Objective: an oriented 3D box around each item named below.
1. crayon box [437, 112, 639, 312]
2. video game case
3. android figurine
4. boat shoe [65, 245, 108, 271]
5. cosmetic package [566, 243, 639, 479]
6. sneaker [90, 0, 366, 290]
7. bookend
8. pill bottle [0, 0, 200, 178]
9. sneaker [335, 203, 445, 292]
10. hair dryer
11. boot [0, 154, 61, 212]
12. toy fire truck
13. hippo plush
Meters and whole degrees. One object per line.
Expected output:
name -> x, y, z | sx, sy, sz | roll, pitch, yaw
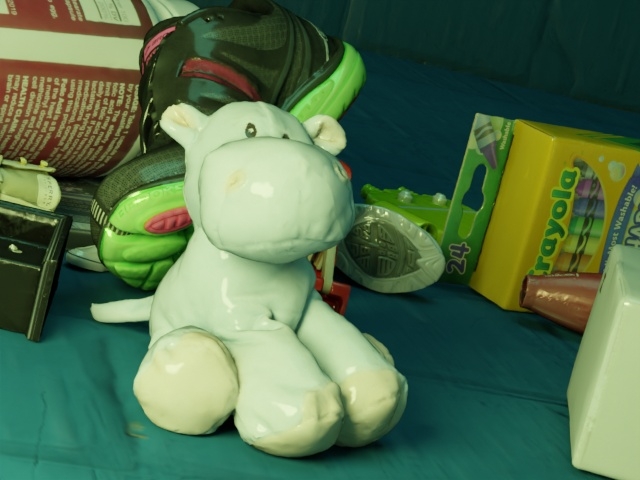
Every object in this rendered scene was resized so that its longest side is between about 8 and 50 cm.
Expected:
crayon box -> 0.300, -0.018, 2.019 | 0.323, 0.203, 0.083 | 7, 15, -30
video game case -> -0.230, -0.033, 1.879 | 0.196, 0.026, 0.274 | 8, 14, -29
android figurine -> 0.161, -0.011, 2.171 | 0.248, 0.056, 0.273 | 3, 19, -41
boat shoe -> -0.199, 0.009, 1.707 | 0.100, 0.035, 0.035 | 4, 17, -42
cosmetic package -> 0.454, 0.155, 1.547 | 0.453, 0.161, 0.230 | 16, 12, 4
sneaker -> -0.121, -0.110, 1.745 | 0.202, 0.185, 0.483 | 42, 30, -3
bookend -> -0.297, 0.013, 1.497 | 0.157, 0.072, 0.156 | 13, 13, -6
pill bottle -> -0.303, -0.177, 1.853 | 0.392, 0.224, 0.224 | 1, 19, -45
sneaker -> 0.028, -0.009, 1.937 | 0.232, 0.090, 0.115 | 18, 10, 9
hair dryer -> 0.338, 0.094, 1.864 | 0.293, 0.080, 0.223 | 23, 16, 34
boot -> -0.315, -0.063, 1.637 | 0.165, 0.077, 0.213 | 13, -24, -24
toy fire truck -> 0.000, 0.000, 1.748 | 0.047, 0.192, 0.135 | 13, -16, -11
hippo plush -> -0.029, 0.017, 1.415 | 0.234, 0.237, 0.294 | 11, 13, -17
